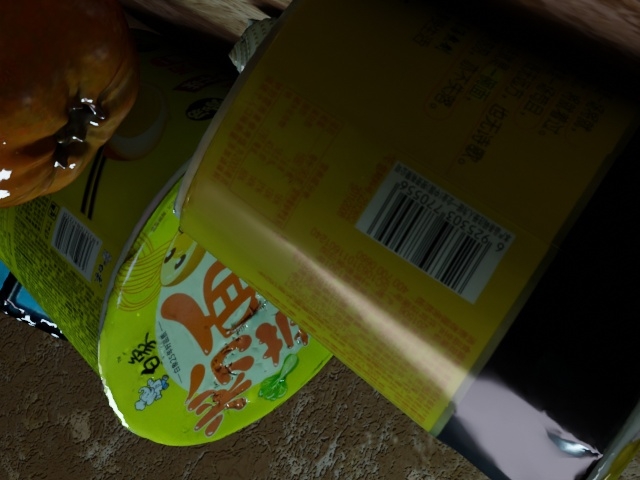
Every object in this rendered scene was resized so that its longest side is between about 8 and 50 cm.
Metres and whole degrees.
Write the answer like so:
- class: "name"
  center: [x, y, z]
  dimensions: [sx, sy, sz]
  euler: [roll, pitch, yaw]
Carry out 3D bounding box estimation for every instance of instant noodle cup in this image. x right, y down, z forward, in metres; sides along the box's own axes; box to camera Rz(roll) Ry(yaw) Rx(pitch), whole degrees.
- class: "instant noodle cup"
  center: [-0.116, -0.023, 1.566]
  dimensions: [0.221, 0.311, 0.311]
  euler: [36, -175, 35]
- class: "instant noodle cup"
  center: [0.068, -0.007, 0.899]
  dimensions: [0.236, 0.215, 0.215]
  euler: [33, 179, 4]

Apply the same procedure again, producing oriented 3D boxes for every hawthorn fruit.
- class: "hawthorn fruit"
  center: [-0.238, -0.132, 1.336]
  dimensions: [0.225, 0.196, 0.196]
  euler: [39, -176, 22]

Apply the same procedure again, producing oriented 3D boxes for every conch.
- class: "conch"
  center: [-0.016, -0.104, 1.198]
  dimensions: [0.085, 0.056, 0.076]
  euler: [26, -170, -19]

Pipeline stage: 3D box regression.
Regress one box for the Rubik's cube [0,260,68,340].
- class: "Rubik's cube"
  center: [-0.337, -0.099, 1.918]
  dimensions: [0.283, 0.288, 0.293]
  euler: [29, 179, -38]
